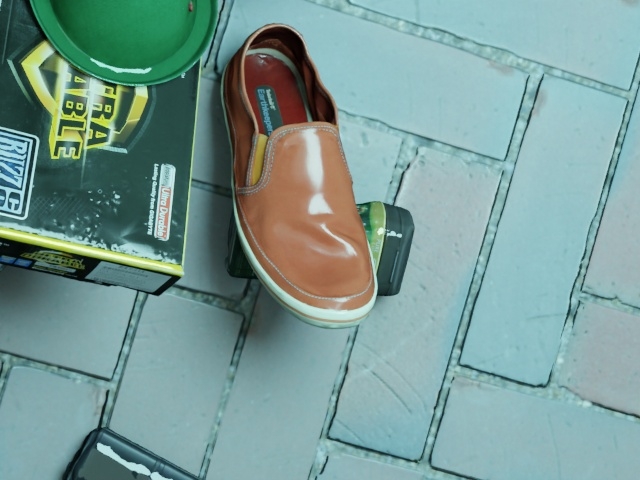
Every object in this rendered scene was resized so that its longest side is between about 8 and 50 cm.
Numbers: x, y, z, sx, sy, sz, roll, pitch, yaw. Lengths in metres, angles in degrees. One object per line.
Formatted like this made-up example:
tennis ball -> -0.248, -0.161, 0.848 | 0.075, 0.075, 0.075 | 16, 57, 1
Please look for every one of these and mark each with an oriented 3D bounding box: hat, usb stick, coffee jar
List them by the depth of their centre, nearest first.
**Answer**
hat -> -0.146, -0.256, 1.177 | 0.173, 0.183, 0.208 | -17, 83, -26
coffee jar -> 0.000, 0.000, 1.431 | 0.184, 0.079, 0.096 | 9, 115, -7
usb stick -> -0.129, 0.283, 1.443 | 0.278, 0.045, 0.077 | 29, 80, -7

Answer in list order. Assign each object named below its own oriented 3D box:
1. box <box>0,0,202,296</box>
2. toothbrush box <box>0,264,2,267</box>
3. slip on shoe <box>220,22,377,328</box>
box -> -0.237, -0.131, 1.246 | 0.257, 0.079, 0.322 | 13, 64, -21
toothbrush box -> -0.385, -0.095, 1.335 | 0.283, 0.122, 0.206 | 42, 105, -5
slip on shoe -> -0.023, -0.067, 1.348 | 0.123, 0.101, 0.331 | -5, 61, -18
